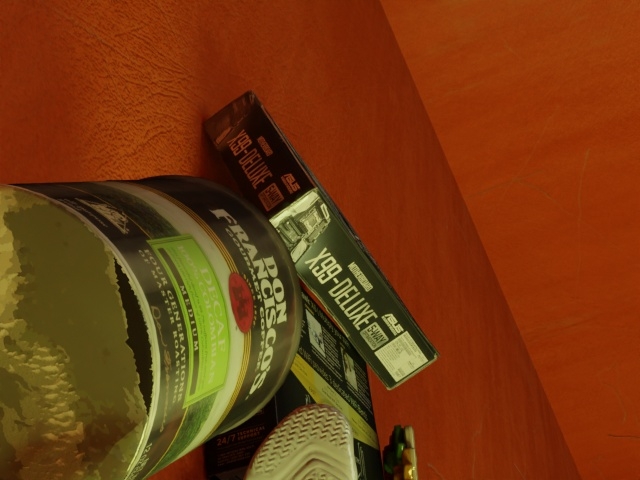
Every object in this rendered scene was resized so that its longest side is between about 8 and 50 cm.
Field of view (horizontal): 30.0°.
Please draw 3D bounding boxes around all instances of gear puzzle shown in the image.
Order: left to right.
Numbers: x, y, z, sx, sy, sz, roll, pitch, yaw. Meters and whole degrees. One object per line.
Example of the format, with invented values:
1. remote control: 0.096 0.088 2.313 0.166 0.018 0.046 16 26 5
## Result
1. gear puzzle: 0.092 0.308 1.413 0.339 0.044 0.175 84 2 -76

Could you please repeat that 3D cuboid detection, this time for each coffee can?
1. coffee can: -0.146 0.060 0.775 0.275 0.201 0.201 -14 86 -74

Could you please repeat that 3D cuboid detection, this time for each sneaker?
1. sneaker: -0.017 0.283 1.082 0.153 0.101 0.268 43 56 -74

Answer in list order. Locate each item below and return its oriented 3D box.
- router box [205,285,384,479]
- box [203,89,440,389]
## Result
1. router box: -0.024 0.181 1.275 0.309 0.081 0.243 51 26 -51
2. box: 0.000 0.000 1.394 0.307 0.076 0.242 53 3 -37
